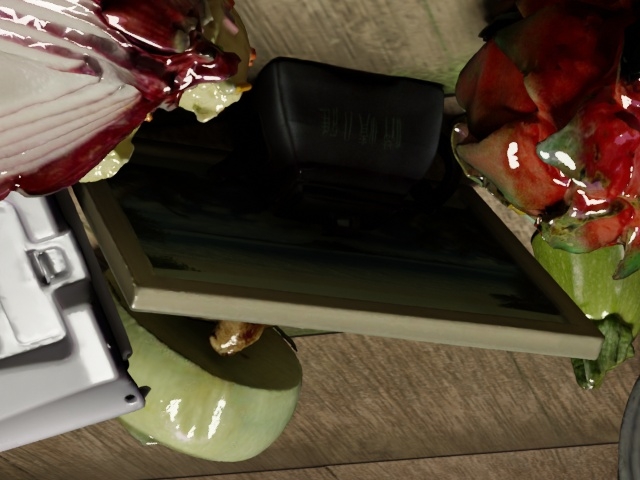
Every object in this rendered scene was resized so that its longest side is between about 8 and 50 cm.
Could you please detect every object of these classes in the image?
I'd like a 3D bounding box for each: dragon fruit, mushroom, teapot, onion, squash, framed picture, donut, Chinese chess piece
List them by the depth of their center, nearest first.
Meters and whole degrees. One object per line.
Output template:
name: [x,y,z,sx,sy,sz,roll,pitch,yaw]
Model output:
onion: [-0.172,-0.117,0.951,0.283,0.120,0.227,4,145,10]
donut: [-0.096,-0.096,1.049,0.065,0.108,0.166,35,136,-28]
dragon fruit: [0.163,-0.070,1.071,0.188,0.182,0.182,-18,156,17]
teapot: [0.011,-0.048,1.215,0.177,0.096,0.087,7,158,-24]
framed picture: [0.000,0.000,1.231,0.315,0.232,0.024,6,114,-24]
mushroom: [-0.058,0.028,1.436,0.085,0.109,0.126,37,-174,37]
squash: [0.216,0.058,1.466,0.105,0.132,0.105,0,158,0]
Chinese chess piece: [-0.106,0.094,1.481,0.188,0.188,0.083,16,111,-39]

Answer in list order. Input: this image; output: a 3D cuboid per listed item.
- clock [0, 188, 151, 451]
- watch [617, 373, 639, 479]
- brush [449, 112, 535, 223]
clock: [-0.233,0.025,1.197,0.186,0.253,0.083,-18,-158,7]
watch: [0.424,0.180,1.645,0.327,0.335,0.314,15,168,10]
brush: [0.147,-0.049,1.349,0.082,0.010,0.218,-12,156,28]
